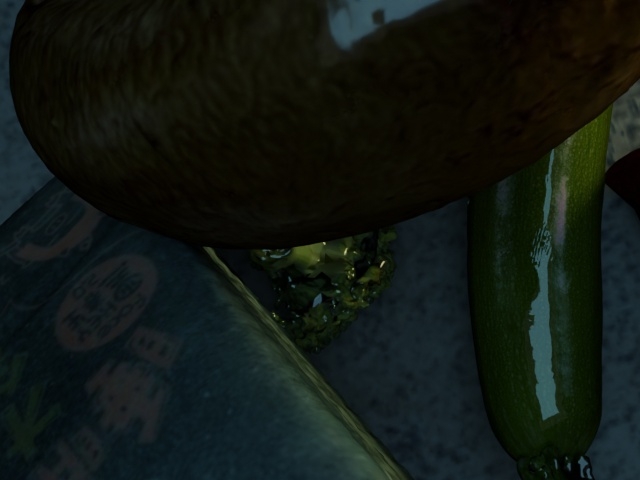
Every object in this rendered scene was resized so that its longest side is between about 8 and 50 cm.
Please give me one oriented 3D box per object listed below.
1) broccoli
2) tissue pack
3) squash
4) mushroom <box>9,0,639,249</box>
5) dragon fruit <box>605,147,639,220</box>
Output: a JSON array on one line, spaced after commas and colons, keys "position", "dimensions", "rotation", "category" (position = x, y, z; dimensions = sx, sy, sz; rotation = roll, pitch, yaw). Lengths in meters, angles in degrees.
[{"position": [0.000, 0.000, 0.651], "dimensions": [0.097, 0.092, 0.095], "rotation": [-38, 72, 18], "category": "broccoli"}, {"position": [-0.107, 0.107, 0.554], "dimensions": [0.228, 0.315, 0.103], "rotation": [-44, 129, 0], "category": "tissue pack"}, {"position": [0.114, -0.012, 0.647], "dimensions": [0.071, 0.080, 0.318], "rotation": [8, 80, -12], "category": "squash"}, {"position": [0.030, -0.139, 0.555], "dimensions": [0.345, 0.239, 0.345], "rotation": [-15, 63, 31], "category": "mushroom"}, {"position": [0.308, 0.070, 0.548], "dimensions": [0.302, 0.330, 0.240], "rotation": [-4, 108, 1], "category": "dragon fruit"}]
